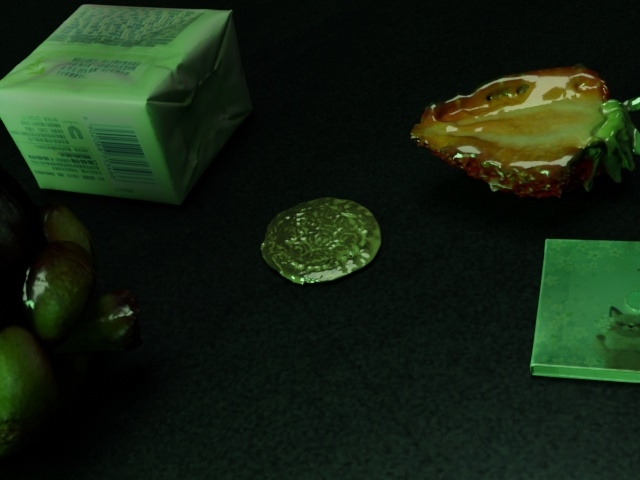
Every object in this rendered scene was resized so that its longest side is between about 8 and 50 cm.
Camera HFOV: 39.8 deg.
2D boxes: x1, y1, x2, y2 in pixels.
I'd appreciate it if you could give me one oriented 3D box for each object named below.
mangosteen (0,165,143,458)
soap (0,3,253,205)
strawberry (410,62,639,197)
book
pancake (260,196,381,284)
[{"bbox_3d":[-0.287,0.044,0.665,0.288,0.233,0.287,-14,19,5],"label":"mangosteen"},{"bbox_3d":[-0.199,-0.148,0.925,0.200,0.138,0.182,8,47,23],"label":"soap"},{"bbox_3d":[0.190,-0.085,0.781,0.192,0.085,0.140,-25,49,-4],"label":"strawberry"},{"bbox_3d":[0.218,0.049,0.672,0.103,0.017,0.135,2,44,19],"label":"book"},{"bbox_3d":[0.000,-0.001,0.797,0.115,0.011,0.115,-8,41,7],"label":"pancake"}]
